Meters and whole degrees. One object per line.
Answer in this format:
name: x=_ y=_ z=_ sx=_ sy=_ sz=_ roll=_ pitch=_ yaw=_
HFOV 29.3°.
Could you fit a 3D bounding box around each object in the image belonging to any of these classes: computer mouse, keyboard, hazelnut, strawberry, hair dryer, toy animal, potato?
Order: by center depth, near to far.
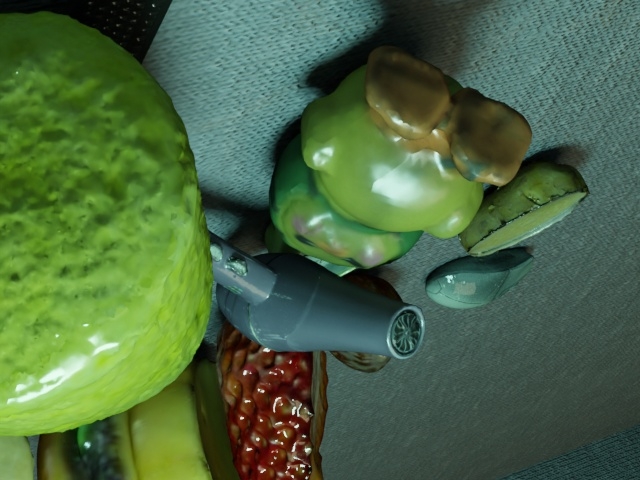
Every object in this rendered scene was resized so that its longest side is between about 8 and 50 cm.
keyboard: x=-0.191 y=-0.186 z=1.089 sx=0.103 sy=0.041 sz=0.381 roll=-11 pitch=152 yaw=-30
toy animal: x=0.071 y=-0.092 z=1.347 sx=0.216 sy=0.191 sz=0.338 roll=27 pitch=147 yaw=-12
hair dryer: x=-0.083 y=0.033 z=1.369 sx=0.301 sy=0.121 sz=0.361 roll=10 pitch=163 yaw=47
strawberry: x=-0.070 y=0.234 z=1.709 sx=0.149 sy=0.336 sz=0.265 roll=0 pitch=169 yaw=3
potato: x=0.284 y=-0.054 z=1.772 sx=0.200 sy=0.081 sz=0.164 roll=-35 pitch=162 yaw=26
hazelnut: x=0.065 y=0.126 z=1.840 sx=0.143 sy=0.143 sz=0.154 roll=-14 pitch=139 yaw=-24
computer mouse: x=0.272 y=0.072 z=2.020 sx=0.229 sy=0.068 sz=0.113 roll=-7 pitch=151 yaw=-35

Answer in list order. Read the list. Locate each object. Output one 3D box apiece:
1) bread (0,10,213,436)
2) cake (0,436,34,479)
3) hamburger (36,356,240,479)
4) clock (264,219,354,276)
bread: x=-0.264 y=0.005 z=1.057 sx=0.348 sy=0.348 sz=0.308 roll=-23 pitch=161 yaw=-6
cake: x=-0.524 y=0.285 z=1.391 sx=0.321 sy=0.332 sz=0.332 roll=-1 pitch=146 yaw=-33
hamburger: x=-0.241 y=0.370 z=1.743 sx=0.278 sy=0.395 sz=0.396 roll=-21 pitch=156 yaw=6
clock: x=0.000 y=0.000 z=1.615 sx=0.170 sy=0.069 sz=0.232 roll=-14 pitch=154 yaw=-23
